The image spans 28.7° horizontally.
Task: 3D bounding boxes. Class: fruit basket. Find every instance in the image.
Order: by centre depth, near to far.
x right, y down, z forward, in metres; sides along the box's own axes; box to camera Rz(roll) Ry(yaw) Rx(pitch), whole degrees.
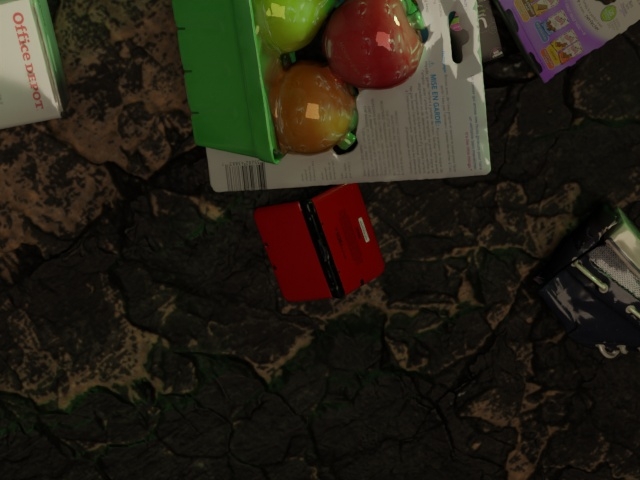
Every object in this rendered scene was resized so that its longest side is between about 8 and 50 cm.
[{"bbox_3d":[0.015,-0.225,1.485,0.353,0.165,0.327,-5,109,9],"label":"fruit basket"}]

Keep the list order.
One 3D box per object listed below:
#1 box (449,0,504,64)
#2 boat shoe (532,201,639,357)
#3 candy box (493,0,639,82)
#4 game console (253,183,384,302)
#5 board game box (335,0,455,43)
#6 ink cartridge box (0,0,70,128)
[{"bbox_3d":[0.188,-0.265,1.566,0.062,0.052,0.083,-16,110,4],"label":"box"},{"bbox_3d":[0.437,0.113,1.688,0.158,0.127,0.340,-41,99,17],"label":"boat shoe"},{"bbox_3d":[0.313,-0.312,1.514,0.196,0.070,0.165,-32,136,8],"label":"candy box"},{"bbox_3d":[0.000,0.000,1.668,0.124,0.085,0.144,-30,112,-26],"label":"game console"},{"bbox_3d":[0.111,-0.353,1.505,0.160,0.047,0.210,28,106,11],"label":"board game box"},{"bbox_3d":[-0.428,-0.213,1.526,0.212,0.093,0.154,-10,110,2],"label":"ink cartridge box"}]
